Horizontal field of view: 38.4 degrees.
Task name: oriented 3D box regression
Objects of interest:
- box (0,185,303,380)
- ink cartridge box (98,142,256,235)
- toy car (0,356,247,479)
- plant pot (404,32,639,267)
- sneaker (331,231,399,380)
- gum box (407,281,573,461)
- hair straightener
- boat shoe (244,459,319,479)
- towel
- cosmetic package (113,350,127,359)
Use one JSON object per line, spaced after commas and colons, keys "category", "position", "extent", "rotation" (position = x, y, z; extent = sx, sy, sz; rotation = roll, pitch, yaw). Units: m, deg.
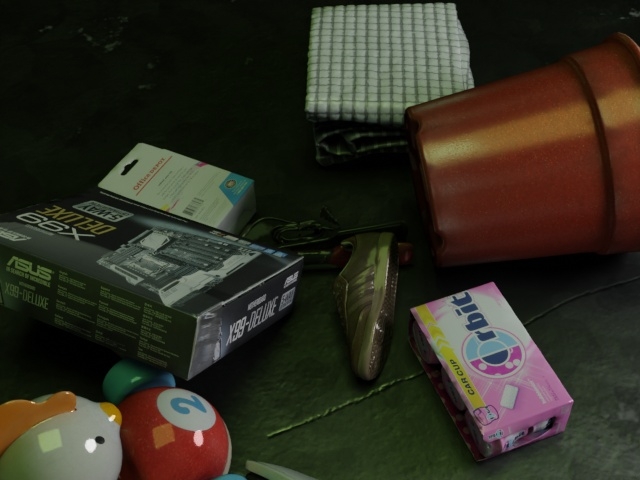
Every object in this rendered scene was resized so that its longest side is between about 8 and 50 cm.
{"category": "box", "position": [-0.210, 0.035, 1.043], "extent": [0.307, 0.076, 0.242], "rotation": [18, 20, 20]}
{"category": "ink cartridge box", "position": [-0.188, -0.054, 1.213], "extent": [0.181, 0.061, 0.104], "rotation": [20, 51, 19]}
{"category": "toy car", "position": [-0.206, 0.194, 0.841], "extent": [0.210, 0.238, 0.219], "rotation": [-38, 53, -8]}
{"category": "plant pot", "position": [0.248, -0.088, 1.111], "extent": [0.265, 0.272, 0.272], "rotation": [-12, 47, 2]}
{"category": "sneaker", "position": [0.047, 0.076, 1.080], "extent": [0.071, 0.066, 0.188], "rotation": [-1, 57, 21]}
{"category": "gum box", "position": [0.184, 0.145, 1.013], "extent": [0.107, 0.062, 0.188], "rotation": [-17, 49, -13]}
{"category": "hair straightener", "position": [0.000, 0.000, 1.176], "extent": [0.230, 0.047, 0.089], "rotation": [-7, 47, 1]}
{"category": "boat shoe", "position": [0.038, 0.294, 0.851], "extent": [0.302, 0.114, 0.091], "rotation": [17, 82, 37]}
{"category": "towel", "position": [0.097, -0.229, 1.331], "extent": [0.235, 0.121, 0.283], "rotation": [0, 45, 0]}
{"category": "cosmetic package", "position": [-0.224, 0.103, 1.082], "extent": [0.115, 0.041, 0.060], "rotation": [31, 55, 27]}
